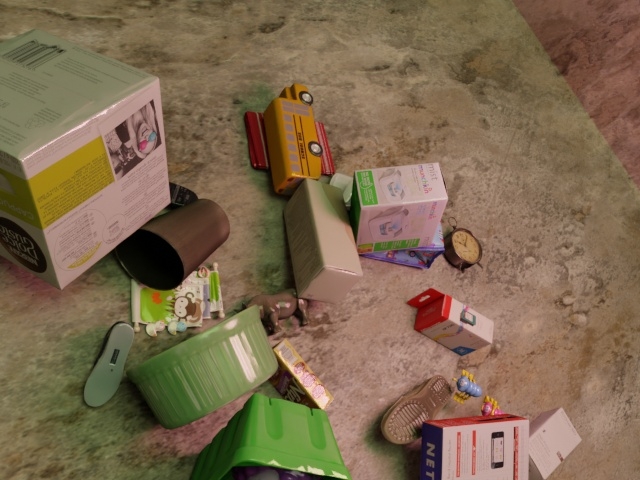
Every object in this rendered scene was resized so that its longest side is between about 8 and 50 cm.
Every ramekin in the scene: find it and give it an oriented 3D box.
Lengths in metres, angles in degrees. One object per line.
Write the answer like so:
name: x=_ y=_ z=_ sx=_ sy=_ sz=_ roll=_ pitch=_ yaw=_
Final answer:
ramekin: x=-0.237 y=0.269 z=1.335 sx=0.303 sy=0.303 sz=0.148 roll=-26 pitch=87 yaw=-39

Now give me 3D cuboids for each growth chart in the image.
growth chart: x=-0.341 y=0.140 z=1.513 sx=0.237 sy=0.021 sz=0.172 roll=-4 pitch=66 yaw=-32

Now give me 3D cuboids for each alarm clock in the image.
alarm clock: x=0.455 y=0.009 z=2.064 sx=0.129 sy=0.064 sz=0.192 roll=-1 pitch=68 yaw=-33

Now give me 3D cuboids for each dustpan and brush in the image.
dustpan and brush: x=0.074 y=-0.119 z=1.862 sx=0.147 sy=0.060 sz=0.211 roll=20 pitch=63 yaw=17

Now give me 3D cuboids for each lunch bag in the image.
lunch bag: x=0.207 y=-0.050 z=1.918 sx=0.293 sy=0.138 sz=0.221 roll=5 pitch=62 yaw=-12

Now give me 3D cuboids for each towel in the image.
towel: x=-0.093 y=-0.290 z=1.904 sx=0.274 sy=0.031 sz=0.199 roll=2 pitch=64 yaw=-32

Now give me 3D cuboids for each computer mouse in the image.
computer mouse: x=-0.425 y=-0.129 z=1.605 sx=0.242 sy=0.041 sz=0.071 roll=22 pitch=46 yaw=-12

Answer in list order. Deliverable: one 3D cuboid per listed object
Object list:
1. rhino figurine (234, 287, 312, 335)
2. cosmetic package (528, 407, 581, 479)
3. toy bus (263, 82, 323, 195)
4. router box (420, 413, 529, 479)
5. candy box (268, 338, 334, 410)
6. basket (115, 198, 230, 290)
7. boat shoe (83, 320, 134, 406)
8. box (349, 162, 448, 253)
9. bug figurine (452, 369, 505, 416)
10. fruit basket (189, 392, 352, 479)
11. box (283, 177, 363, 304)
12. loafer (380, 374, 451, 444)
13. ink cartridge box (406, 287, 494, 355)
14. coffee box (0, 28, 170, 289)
rhino figurine: x=-0.126 y=0.183 z=1.591 sx=0.243 sy=0.073 sz=0.106 roll=-10 pitch=76 yaw=-38
cosmetic package: x=0.655 y=0.597 z=1.851 sx=0.231 sy=0.085 sz=0.117 roll=-24 pitch=80 yaw=-38
toy bus: x=-0.083 y=-0.297 z=1.825 sx=0.130 sy=0.108 sz=0.333 roll=4 pitch=63 yaw=-29
router box: x=0.391 y=0.619 z=1.592 sx=0.301 sy=0.082 sz=0.336 roll=6 pitch=84 yaw=-30
candy box: x=-0.064 y=0.337 z=1.522 sx=0.187 sy=0.109 sz=0.053 roll=49 pitch=49 yaw=1
basket: x=-0.330 y=-0.002 z=1.501 sx=0.204 sy=0.154 sz=0.227 roll=13 pitch=30 yaw=26
boat shoe: x=-0.450 y=0.261 z=1.354 sx=0.065 sy=0.083 sz=0.183 roll=25 pitch=81 yaw=-18
box: x=0.203 y=-0.085 z=1.727 sx=0.231 sy=0.262 sz=0.127 roll=-5 pitch=62 yaw=-5
bug figurine: x=0.406 y=0.502 z=1.698 sx=0.216 sy=0.072 sz=0.279 roll=28 pitch=73 yaw=-26
fruit basket: x=-0.105 y=0.539 z=1.216 sx=0.283 sy=0.392 sz=0.392 roll=21 pitch=55 yaw=-22
box: x=0.000 y=0.000 z=1.684 sx=0.121 sy=0.148 sz=0.311 roll=14 pitch=46 yaw=-29
loafer: x=0.246 y=0.453 z=1.665 sx=0.268 sy=0.092 sz=0.102 roll=-25 pitch=78 yaw=-42
ink cartridge box: x=0.371 y=0.238 z=1.837 sx=0.231 sy=0.134 sz=0.078 roll=29 pitch=53 yaw=-15
coffee box: x=-0.553 y=-0.171 z=1.281 sx=0.337 sy=0.334 sz=0.338 roll=25 pitch=47 yaw=18
